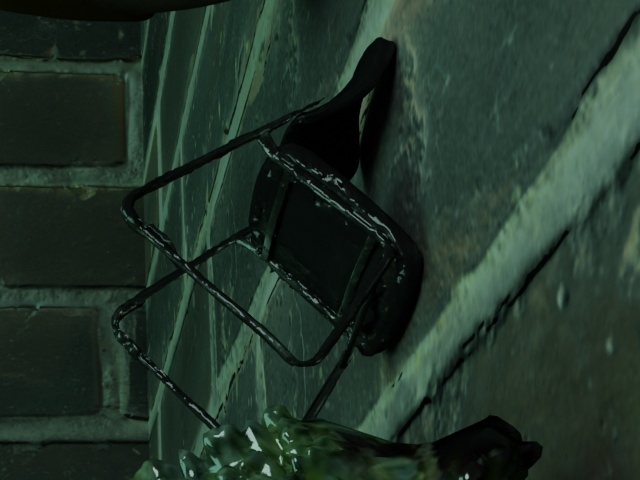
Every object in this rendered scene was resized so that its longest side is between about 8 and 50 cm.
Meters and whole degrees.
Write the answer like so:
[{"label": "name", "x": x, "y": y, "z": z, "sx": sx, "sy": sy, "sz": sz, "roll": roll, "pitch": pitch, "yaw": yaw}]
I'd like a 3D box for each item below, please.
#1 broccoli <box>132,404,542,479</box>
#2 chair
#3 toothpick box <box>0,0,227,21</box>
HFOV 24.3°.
[{"label": "broccoli", "x": 0.027, "y": 0.185, "z": 0.612, "sx": 0.247, "sy": 0.263, "sz": 0.243, "roll": -53, "pitch": -13, "yaw": 5}, {"label": "chair", "x": 0.000, "y": 0.000, "z": 0.891, "sx": 0.145, "sy": 0.221, "sz": 0.140, "roll": 41, "pitch": 148, "yaw": 15}, {"label": "toothpick box", "x": -0.202, "y": -0.369, "z": 1.091, "sx": 0.409, "sy": 0.425, "sz": 0.409, "roll": -179, "pitch": 90, "yaw": -78}]
